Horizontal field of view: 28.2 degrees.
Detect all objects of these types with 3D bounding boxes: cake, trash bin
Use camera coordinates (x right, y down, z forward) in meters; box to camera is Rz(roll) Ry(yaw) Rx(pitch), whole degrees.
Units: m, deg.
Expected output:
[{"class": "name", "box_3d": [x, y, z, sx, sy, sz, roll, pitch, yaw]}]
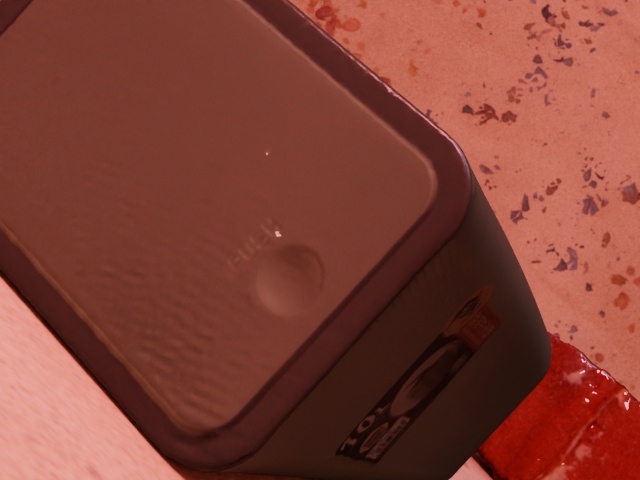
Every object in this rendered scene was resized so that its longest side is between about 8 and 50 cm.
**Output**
[{"class": "cake", "box_3d": [0.270, 0.215, 1.140, 0.283, 0.151, 0.177, 38, 5, 33]}, {"class": "trash bin", "box_3d": [-0.006, 0.006, 0.650, 0.223, 0.158, 0.343, 43, 3, 24]}]
